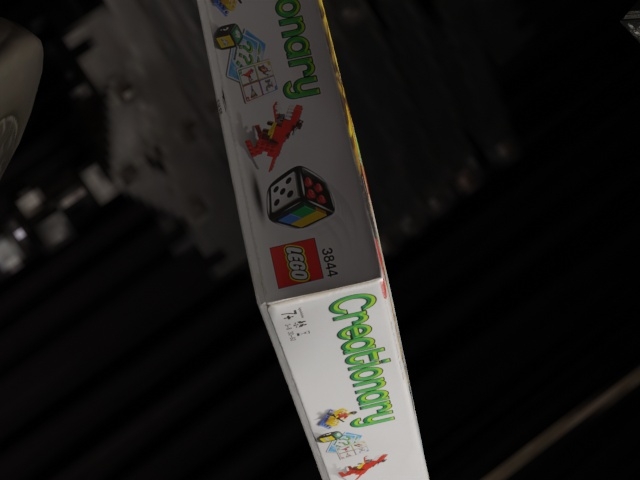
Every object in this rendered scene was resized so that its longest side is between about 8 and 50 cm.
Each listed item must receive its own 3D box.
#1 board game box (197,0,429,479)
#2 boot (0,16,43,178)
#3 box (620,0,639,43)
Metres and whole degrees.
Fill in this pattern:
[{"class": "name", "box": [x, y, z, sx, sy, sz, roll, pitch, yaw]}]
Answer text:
[{"class": "board game box", "box": [0.000, 0.000, 0.919, 0.305, 0.053, 0.193, 75, 3, -64]}, {"class": "boot", "box": [-0.219, -0.027, 0.254, 0.284, 0.138, 0.377, 32, 23, 2]}, {"class": "box", "box": [0.224, -0.132, 1.120, 0.062, 0.083, 0.052, 45, -9, -17]}]
